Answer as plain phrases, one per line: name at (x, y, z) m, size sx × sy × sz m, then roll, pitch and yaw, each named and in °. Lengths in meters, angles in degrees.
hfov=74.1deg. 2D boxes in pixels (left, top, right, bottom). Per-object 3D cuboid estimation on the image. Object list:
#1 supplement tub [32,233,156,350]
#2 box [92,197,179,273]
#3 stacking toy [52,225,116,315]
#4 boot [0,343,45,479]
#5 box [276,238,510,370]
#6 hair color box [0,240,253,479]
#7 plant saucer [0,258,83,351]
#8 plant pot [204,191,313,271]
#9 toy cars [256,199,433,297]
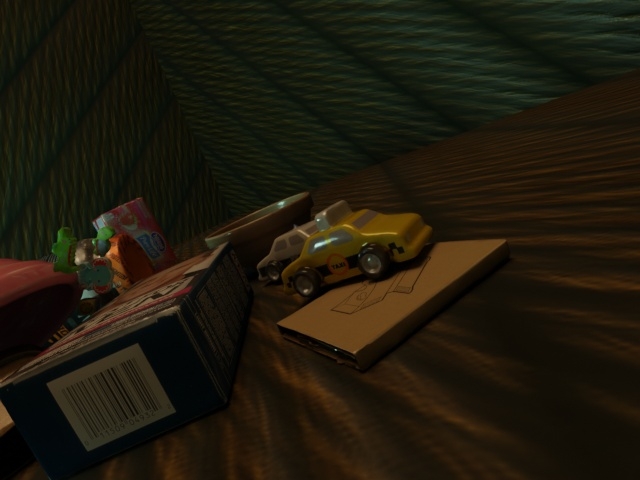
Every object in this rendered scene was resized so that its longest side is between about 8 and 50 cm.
supplement tub at (-0.528, 0.127, 0.875) m, size 0.338 × 0.207 × 0.207 m, roll -25°, pitch 10°, yaw -2°
box at (-0.502, 0.026, 1.180) m, size 0.122 × 0.257 × 0.128 m, roll -34°, pitch 14°, yaw -35°
stacking toy at (-0.318, 0.088, 0.611) m, size 0.052 × 0.221 × 0.167 m, roll -3°, pitch 5°, yaw -11°
boot at (-0.393, 0.226, 0.405) m, size 0.115 × 0.112 × 0.305 m, roll 16°, pitch 41°, yaw 35°
box at (0.069, 0.054, 0.442) m, size 0.201 × 0.021 × 0.164 m, roll -30°, pitch 12°, yaw -26°
hair color box at (-0.191, 0.105, 0.528) m, size 0.174 × 0.105 × 0.347 m, roll -24°, pitch 10°, yaw -1°
plant saucer at (-0.480, 0.140, 0.556) m, size 0.332 × 0.084 × 0.332 m, roll -45°, pitch 1°, yaw 1°
plant pot at (-0.111, -0.007, 0.891) m, size 0.237 × 0.109 × 0.237 m, roll -23°, pitch 10°, yaw 4°
toy cars at (0.000, 0.000, 0.611) m, size 0.176 × 0.087 × 0.394 m, roll -26°, pitch 6°, yaw -16°
